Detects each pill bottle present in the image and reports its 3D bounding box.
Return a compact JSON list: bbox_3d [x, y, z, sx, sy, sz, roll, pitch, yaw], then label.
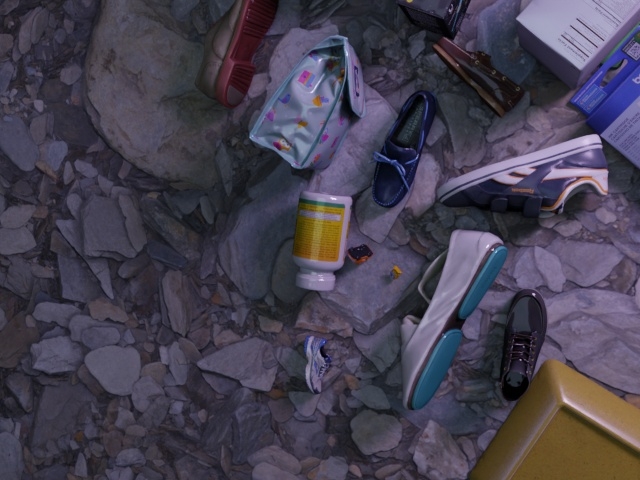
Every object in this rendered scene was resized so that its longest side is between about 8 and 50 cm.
[{"bbox_3d":[0.000,0.000,1.334,0.118,0.117,0.208,9,97,18],"label":"pill bottle"}]

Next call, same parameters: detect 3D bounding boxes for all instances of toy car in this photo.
[{"bbox_3d":[0.112,0.057,1.335,0.122,0.060,0.040,38,137,19],"label":"toy car"}]

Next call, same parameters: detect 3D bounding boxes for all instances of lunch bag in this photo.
[{"bbox_3d":[0.001,-0.284,1.258,0.160,0.223,0.262,33,102,8],"label":"lunch bag"}]

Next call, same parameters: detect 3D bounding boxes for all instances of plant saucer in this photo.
[{"bbox_3d":[0.518,0.463,1.210,0.333,0.081,0.332,31,102,14],"label":"plant saucer"}]

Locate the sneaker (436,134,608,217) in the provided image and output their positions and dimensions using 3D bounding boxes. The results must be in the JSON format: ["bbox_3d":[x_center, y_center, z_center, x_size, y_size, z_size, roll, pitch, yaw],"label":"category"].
[{"bbox_3d":[0.395,-0.097,1.188,0.321,0.126,0.127,-17,83,18],"label":"sneaker"}]

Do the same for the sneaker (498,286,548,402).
[{"bbox_3d":[0.405,0.209,1.209,0.083,0.118,0.222,8,96,18],"label":"sneaker"}]

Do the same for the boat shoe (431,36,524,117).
[{"bbox_3d":[0.318,-0.343,1.228,0.207,0.073,0.073,45,104,4],"label":"boat shoe"}]

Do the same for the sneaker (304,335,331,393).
[{"bbox_3d":[-0.004,0.286,1.391,0.058,0.052,0.135,-4,93,15],"label":"sneaker"}]

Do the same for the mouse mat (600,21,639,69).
[{"bbox_3d":[0.522,-0.434,1.184,0.190,0.007,0.152,26,102,17],"label":"mouse mat"}]

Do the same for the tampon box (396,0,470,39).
[{"bbox_3d":[0.232,-0.487,1.197,0.101,0.161,0.120,26,101,16],"label":"tampon box"}]

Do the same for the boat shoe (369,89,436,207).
[{"bbox_3d":[0.162,-0.195,1.280,0.109,0.089,0.258,17,99,17],"label":"boat shoe"}]

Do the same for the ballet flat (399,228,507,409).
[{"bbox_3d":[0.246,0.155,1.270,0.139,0.139,0.400,28,98,15],"label":"ballet flat"}]

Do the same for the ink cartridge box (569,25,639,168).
[{"bbox_3d":[0.631,-0.220,1.106,0.311,0.065,0.186,46,126,13],"label":"ink cartridge box"}]

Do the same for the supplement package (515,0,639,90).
[{"bbox_3d":[0.480,-0.410,1.093,0.149,0.194,0.203,45,106,12],"label":"supplement package"}]

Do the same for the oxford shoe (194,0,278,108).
[{"bbox_3d":[-0.197,-0.484,1.368,0.130,0.123,0.348,27,101,21],"label":"oxford shoe"}]
